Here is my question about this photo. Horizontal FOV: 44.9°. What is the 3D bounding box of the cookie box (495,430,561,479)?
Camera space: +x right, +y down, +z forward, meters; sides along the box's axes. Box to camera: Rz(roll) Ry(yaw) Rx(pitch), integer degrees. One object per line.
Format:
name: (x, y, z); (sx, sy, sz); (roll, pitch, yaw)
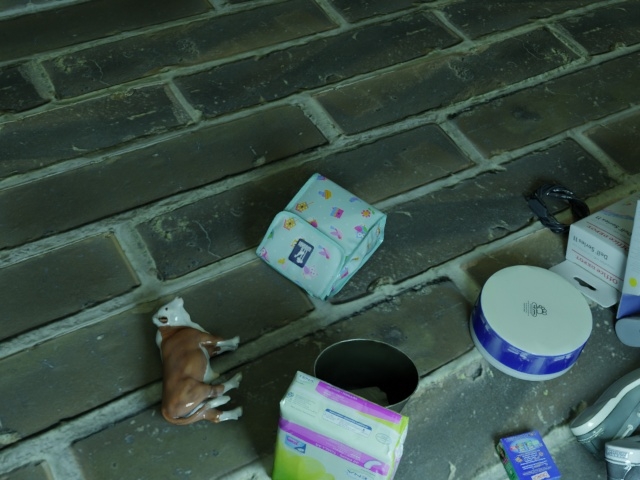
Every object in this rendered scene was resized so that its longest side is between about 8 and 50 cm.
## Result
cookie box: (0.429, 0.458, 1.607); (0.092, 0.040, 0.107); (-9, 50, -15)

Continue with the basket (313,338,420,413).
basket: (0.077, 0.324, 1.559); (0.205, 0.226, 0.154); (5, 48, -3)

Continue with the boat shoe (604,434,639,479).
boat shoe: (0.688, 0.458, 1.584); (0.301, 0.102, 0.108); (4, -2, -37)

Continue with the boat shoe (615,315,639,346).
boat shoe: (0.799, 0.207, 1.765); (0.084, 0.095, 0.258); (-14, 13, -26)

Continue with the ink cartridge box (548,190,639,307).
ink cartridge box: (0.772, 0.014, 1.958); (0.354, 0.119, 0.207); (-24, 40, -25)

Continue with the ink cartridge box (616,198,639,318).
ink cartridge box: (0.854, 0.032, 1.833); (0.304, 0.307, 0.072); (-10, 23, -25)

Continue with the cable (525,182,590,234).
cable: (0.657, -0.082, 2.113); (0.151, 0.047, 0.184); (-19, 51, -28)

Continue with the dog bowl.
dog bowl: (0.489, 0.188, 1.809); (0.265, 0.104, 0.264); (3, 49, -4)

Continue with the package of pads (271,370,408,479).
package of pads: (0.034, 0.392, 1.448); (0.229, 0.296, 0.101); (21, 49, 11)

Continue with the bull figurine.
bull figurine: (-0.267, 0.258, 1.660); (0.189, 0.101, 0.310); (-1, 49, -10)

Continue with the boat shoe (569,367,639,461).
boat shoe: (0.676, 0.364, 1.692); (0.320, 0.116, 0.099); (-28, 80, -28)

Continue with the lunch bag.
lunch bag: (0.000, 0.000, 1.885); (0.223, 0.160, 0.262); (34, 65, 17)
